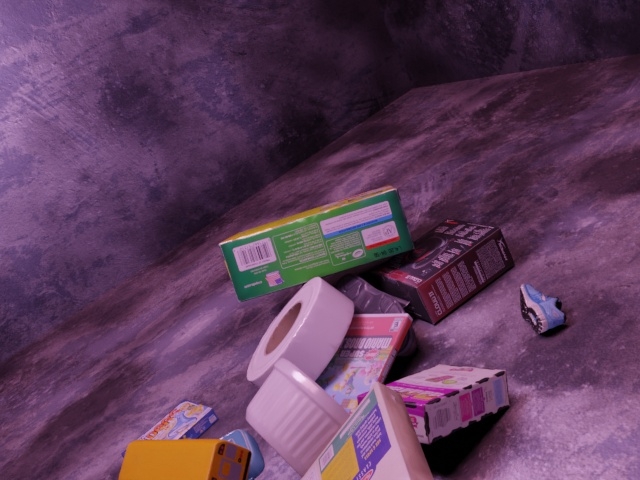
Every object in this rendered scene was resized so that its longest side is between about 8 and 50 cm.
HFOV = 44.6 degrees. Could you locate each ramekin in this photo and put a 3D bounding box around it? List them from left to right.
[{"bbox_3d":[-0.015,0.343,1.375,0.127,0.273,0.273,-44,23,-12],"label":"ramekin"}]

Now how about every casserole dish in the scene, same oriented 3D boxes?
[{"bbox_3d":[-0.184,0.454,1.628,0.114,0.037,0.188,-30,21,-7],"label":"casserole dish"}]

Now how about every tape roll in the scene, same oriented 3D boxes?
[{"bbox_3d":[-0.047,0.224,1.767,0.286,0.100,0.286,-52,11,14],"label":"tape roll"}]

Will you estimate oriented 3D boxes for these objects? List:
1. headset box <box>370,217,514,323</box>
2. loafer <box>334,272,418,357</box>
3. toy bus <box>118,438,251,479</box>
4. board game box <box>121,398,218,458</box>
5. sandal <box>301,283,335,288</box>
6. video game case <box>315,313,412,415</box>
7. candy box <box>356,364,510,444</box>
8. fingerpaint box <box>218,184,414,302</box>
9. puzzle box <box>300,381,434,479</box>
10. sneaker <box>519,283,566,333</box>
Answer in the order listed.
[{"bbox_3d":[0.279,0.075,1.881,0.293,0.110,0.218,-33,20,-19],"label":"headset box"},{"bbox_3d":[0.144,0.175,1.810,0.109,0.095,0.302,-53,39,5],"label":"loafer"},{"bbox_3d":[-0.283,0.459,1.543,0.333,0.130,0.108,-12,56,39],"label":"toy bus"},{"bbox_3d":[-0.353,0.459,1.831,0.201,0.035,0.136,-39,23,-32],"label":"board game box"},{"bbox_3d":[0.007,0.165,2.041,0.086,0.120,0.303,7,6,-19],"label":"sandal"},{"bbox_3d":[0.062,0.275,1.667,0.204,0.025,0.285,-6,45,45],"label":"video game case"},{"bbox_3d":[0.203,0.285,1.383,0.233,0.071,0.159,-11,5,-41],"label":"candy box"},{"bbox_3d":[0.000,0.000,2.014,0.445,0.163,0.371,-17,5,4],"label":"fingerpaint box"},{"bbox_3d":[0.008,0.431,1.132,0.409,0.052,0.272,-55,15,13],"label":"puzzle box"},{"bbox_3d":[0.456,0.138,1.602,0.073,0.063,0.162,-9,25,-1],"label":"sneaker"}]
